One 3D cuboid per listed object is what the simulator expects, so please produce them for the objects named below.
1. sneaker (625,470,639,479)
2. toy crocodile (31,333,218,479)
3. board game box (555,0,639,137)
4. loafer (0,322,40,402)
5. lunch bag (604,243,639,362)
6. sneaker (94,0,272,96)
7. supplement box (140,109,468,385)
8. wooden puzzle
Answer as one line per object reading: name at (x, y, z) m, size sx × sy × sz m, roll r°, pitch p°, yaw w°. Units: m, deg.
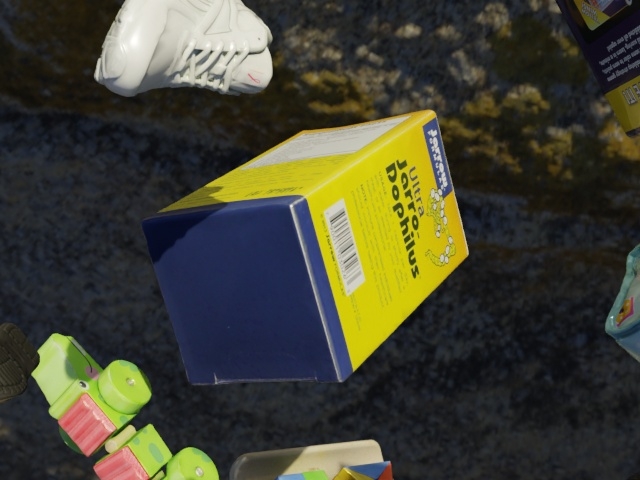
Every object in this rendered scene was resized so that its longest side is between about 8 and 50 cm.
sneaker at (0.181, 0.060, 0.378) m, size 0.097 × 0.084 × 0.234 m, roll 65°, pitch 151°, yaw 7°
toy crocodile at (-0.231, 0.258, 1.282) m, size 0.115 × 0.105 × 0.340 m, roll -40°, pitch 88°, yaw 24°
board game box at (0.114, -0.115, 0.330) m, size 0.048 × 0.170 × 0.141 m, roll -28°, pitch 90°, yaw -6°
loafer at (-0.353, 0.145, 1.112) m, size 0.078 × 0.220 × 0.080 m, roll -39°, pitch 91°, yaw 0°
lunch bag at (0.428, 0.056, 0.942) m, size 0.223 × 0.160 × 0.262 m, roll 43°, pitch 131°, yaw -6°
sneaker at (-0.092, -0.156, 0.843) m, size 0.115 × 0.232 × 0.090 m, roll 34°, pitch 119°, yaw 0°
supplement box at (0.000, 0.000, 1.204) m, size 0.194 × 0.356 × 0.195 m, roll -6°, pitch 108°, yaw 32°
wooden puzzle at (0.061, 0.455, 1.602) m, size 0.322 × 0.348 × 0.080 m, roll 4°, pitch 137°, yaw -43°
